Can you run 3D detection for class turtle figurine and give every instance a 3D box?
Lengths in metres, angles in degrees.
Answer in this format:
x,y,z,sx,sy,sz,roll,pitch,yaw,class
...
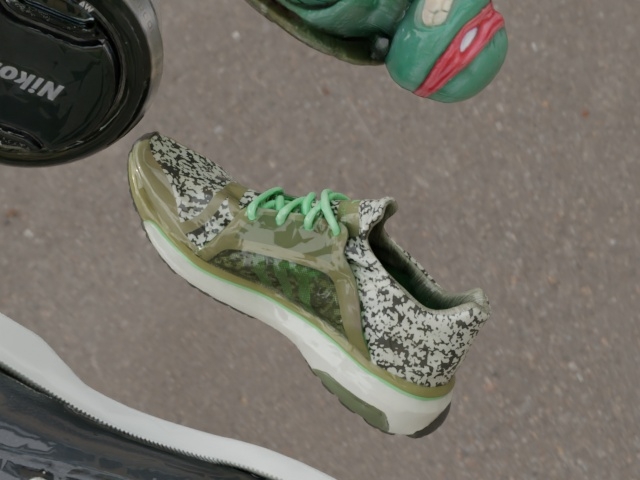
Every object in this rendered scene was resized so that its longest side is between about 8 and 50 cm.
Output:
x,y,z,sx,sy,sz,roll,pitch,yaw,class
0.000,-0.119,0.395,0.234,0.175,0.118,43,118,1,turtle figurine

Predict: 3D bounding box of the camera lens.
x,y,z,sx,sy,sz,roll,pitch,yaw,class
-0.245,-0.213,1.127,0.219,0.219,0.274,-22,40,11,camera lens

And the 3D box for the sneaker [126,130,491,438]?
x,y,z,sx,sy,sz,roll,pitch,yaw,class
0.000,0.000,1.294,0.410,0.158,0.182,37,119,2,sneaker

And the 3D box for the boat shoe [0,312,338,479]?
x,y,z,sx,sy,sz,roll,pitch,yaw,class
-0.084,0.120,0.549,0.302,0.114,0.091,24,58,2,boat shoe
